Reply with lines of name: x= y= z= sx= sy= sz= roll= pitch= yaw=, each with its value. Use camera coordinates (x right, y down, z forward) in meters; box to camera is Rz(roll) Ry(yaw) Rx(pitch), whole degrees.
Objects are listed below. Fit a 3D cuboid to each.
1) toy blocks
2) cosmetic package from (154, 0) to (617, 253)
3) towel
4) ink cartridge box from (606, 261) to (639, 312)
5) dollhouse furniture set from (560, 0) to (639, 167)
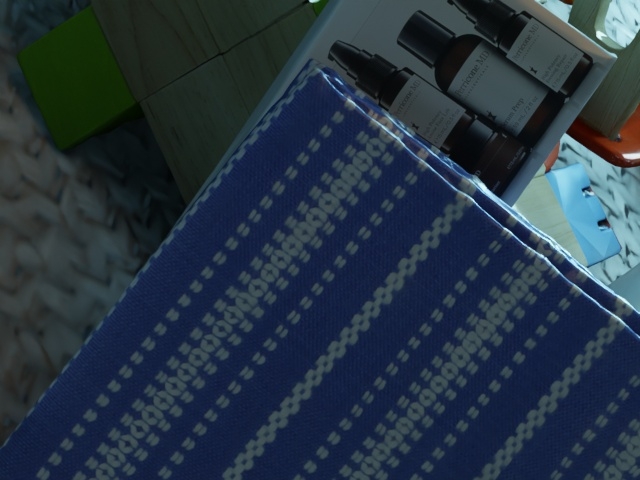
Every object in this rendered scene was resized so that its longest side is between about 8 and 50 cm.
toy blocks: x=0.020 y=-0.096 z=0.936 sx=0.261 sy=0.190 sz=0.381 roll=-17 pitch=81 yaw=-60
cosmetic package: x=0.000 y=0.000 z=0.753 sx=0.099 sy=0.239 sz=0.060 roll=34 pitch=7 yaw=-5
towel: x=0.051 y=0.125 z=0.732 sx=0.336 sy=0.243 sz=0.040 roll=38 pitch=1 yaw=-13
ink cartridge box: x=0.214 y=0.148 z=0.906 sx=0.278 sy=0.117 sz=0.201 roll=45 pitch=37 yaw=-2
dollhouse furniture set: x=0.204 y=-0.079 z=1.108 sx=0.262 sy=0.135 sz=0.259 roll=39 pitch=31 yaw=29
